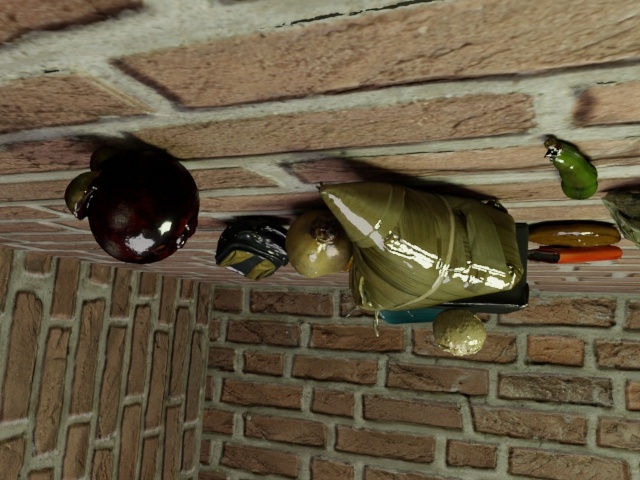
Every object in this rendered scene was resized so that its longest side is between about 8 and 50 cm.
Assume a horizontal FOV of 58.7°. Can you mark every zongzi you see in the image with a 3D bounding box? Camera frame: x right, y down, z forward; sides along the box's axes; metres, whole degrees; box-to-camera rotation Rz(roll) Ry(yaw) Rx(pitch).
[{"bbox_3d":[0.080,0.015,1.176,0.467,0.218,0.500,19,154,-26],"label":"zongzi"}]

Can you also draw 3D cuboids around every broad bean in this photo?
[{"bbox_3d":[0.399,-0.100,0.885,0.060,0.043,0.297,11,175,31],"label":"broad bean"}]

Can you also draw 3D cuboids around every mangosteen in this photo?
[{"bbox_3d":[-0.302,-0.060,0.951,0.210,0.209,0.210,3,171,1],"label":"mangosteen"}]

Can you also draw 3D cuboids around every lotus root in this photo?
[{"bbox_3d":[0.000,0.000,1.336,0.169,0.151,0.342,-15,167,-5],"label":"lotus root"}]

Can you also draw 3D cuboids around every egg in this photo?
[{"bbox_3d":[0.339,0.221,1.399,0.118,0.116,0.140,-16,-148,-36],"label":"egg"}]

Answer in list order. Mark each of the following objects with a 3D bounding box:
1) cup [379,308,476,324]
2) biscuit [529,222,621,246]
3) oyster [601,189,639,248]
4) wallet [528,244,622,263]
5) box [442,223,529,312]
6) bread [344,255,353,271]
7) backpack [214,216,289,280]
[{"bbox_3d":[0.372,0.155,1.874,0.308,0.242,0.292,14,163,-40],"label":"cup"},{"bbox_3d":[0.608,-0.013,1.373,0.212,0.036,0.212,5,172,1],"label":"biscuit"},{"bbox_3d":[0.652,-0.039,0.937,0.351,0.158,0.162,6,132,34],"label":"oyster"},{"bbox_3d":[0.672,0.033,1.519,0.205,0.045,0.142,-3,-176,-18],"label":"wallet"},{"bbox_3d":[0.395,0.080,1.501,0.251,0.204,0.345,2,171,11],"label":"box"},{"bbox_3d":[0.071,0.044,1.787,0.124,0.083,0.344,-22,159,27],"label":"bread"},{"bbox_3d":[-0.170,0.012,1.542,0.206,0.133,0.258,21,158,-22],"label":"backpack"}]
